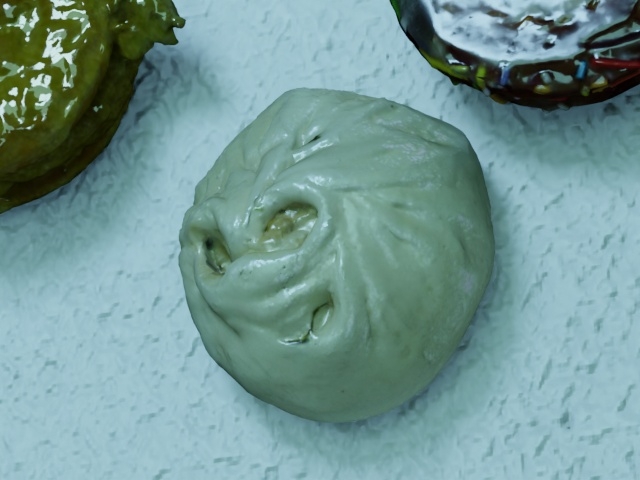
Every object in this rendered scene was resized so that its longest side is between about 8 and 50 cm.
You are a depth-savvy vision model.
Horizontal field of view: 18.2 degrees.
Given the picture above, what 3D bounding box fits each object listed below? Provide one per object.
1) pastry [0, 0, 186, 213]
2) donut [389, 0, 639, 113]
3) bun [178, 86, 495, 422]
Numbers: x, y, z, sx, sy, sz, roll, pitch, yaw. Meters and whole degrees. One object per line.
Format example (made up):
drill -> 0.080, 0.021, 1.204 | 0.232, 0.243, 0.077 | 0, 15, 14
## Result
pastry -> -0.241, -0.139, 1.432 | 0.235, 0.132, 0.240 | -41, 71, -10
donut -> 0.155, -0.184, 1.334 | 0.216, 0.096, 0.230 | -46, 65, 0
bun -> 0.000, 0.000, 1.296 | 0.231, 0.133, 0.231 | -6, 71, 17
